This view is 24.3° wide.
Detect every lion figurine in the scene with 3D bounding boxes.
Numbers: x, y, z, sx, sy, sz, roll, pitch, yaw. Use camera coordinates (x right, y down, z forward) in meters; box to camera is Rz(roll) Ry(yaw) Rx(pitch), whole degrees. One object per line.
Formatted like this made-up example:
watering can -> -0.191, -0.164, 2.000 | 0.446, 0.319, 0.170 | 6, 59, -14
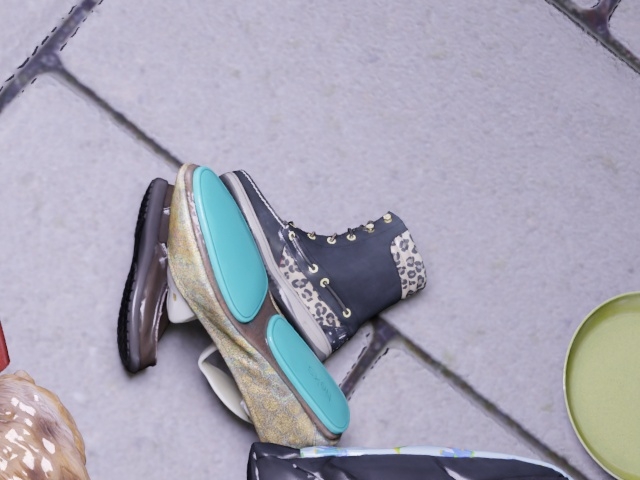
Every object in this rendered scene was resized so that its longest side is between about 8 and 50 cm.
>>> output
lion figurine -> -0.344, 0.330, 1.429 | 0.240, 0.142, 0.392 | 49, 59, -15

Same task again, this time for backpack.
backpack -> 0.120, 0.343, 1.536 | 0.355, 0.273, 0.290 | -10, 66, 1

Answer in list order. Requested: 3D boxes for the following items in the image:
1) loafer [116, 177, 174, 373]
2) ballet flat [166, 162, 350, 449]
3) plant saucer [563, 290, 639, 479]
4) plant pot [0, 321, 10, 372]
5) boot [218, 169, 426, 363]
loafer -> -0.167, 0.039, 1.606 | 0.078, 0.080, 0.220 | 13, 71, -13
ballet flat -> -0.093, 0.086, 1.556 | 0.123, 0.123, 0.349 | -38, 111, -23
plant saucer -> 0.391, 0.181, 1.769 | 0.240, 0.037, 0.241 | 4, 74, -16
plant pot -> -0.451, 0.087, 1.364 | 0.236, 0.267, 0.267 | 57, 45, -10
boot -> 0.000, 0.001, 1.669 | 0.178, 0.085, 0.236 | -30, 93, -24
